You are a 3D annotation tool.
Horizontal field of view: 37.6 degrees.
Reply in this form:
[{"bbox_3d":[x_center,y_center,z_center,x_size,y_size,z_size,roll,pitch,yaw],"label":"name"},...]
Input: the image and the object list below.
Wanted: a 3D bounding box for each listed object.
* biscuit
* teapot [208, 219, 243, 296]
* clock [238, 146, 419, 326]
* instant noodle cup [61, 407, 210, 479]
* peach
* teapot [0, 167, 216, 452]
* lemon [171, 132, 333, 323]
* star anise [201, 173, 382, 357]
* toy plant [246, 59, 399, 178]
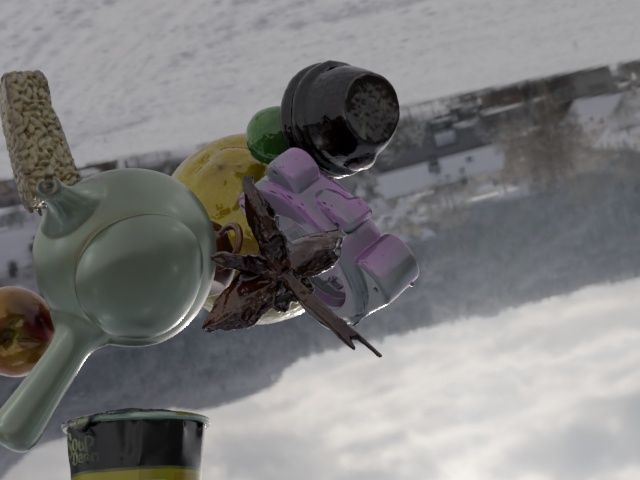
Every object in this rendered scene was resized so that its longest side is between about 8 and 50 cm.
[{"bbox_3d":[-0.336,-0.118,1.108,0.070,0.169,0.082,-12,168,-35],"label":"biscuit"},{"bbox_3d":[-0.167,0.014,1.305,0.173,0.116,0.116,-19,176,41],"label":"teapot"},{"bbox_3d":[0.000,0.000,1.309,0.090,0.248,0.227,-40,-178,-28],"label":"clock"},{"bbox_3d":[-0.253,0.362,1.299,0.215,0.236,0.215,-4,160,-1],"label":"instant noodle cup"},{"bbox_3d":[-0.457,0.134,1.407,0.138,0.138,0.138,-14,178,0],"label":"peach"},{"bbox_3d":[-0.231,0.077,1.051,0.220,0.318,0.149,10,-170,-22],"label":"teapot"},{"bbox_3d":[-0.112,-0.016,1.625,0.348,0.348,0.348,-14,178,0],"label":"lemon"},{"bbox_3d":[-0.023,0.042,0.877,0.140,0.158,0.144,18,-171,-36],"label":"star anise"},{"bbox_3d":[0.006,-0.181,1.438,0.218,0.175,0.235,-19,-171,-41],"label":"toy plant"}]
